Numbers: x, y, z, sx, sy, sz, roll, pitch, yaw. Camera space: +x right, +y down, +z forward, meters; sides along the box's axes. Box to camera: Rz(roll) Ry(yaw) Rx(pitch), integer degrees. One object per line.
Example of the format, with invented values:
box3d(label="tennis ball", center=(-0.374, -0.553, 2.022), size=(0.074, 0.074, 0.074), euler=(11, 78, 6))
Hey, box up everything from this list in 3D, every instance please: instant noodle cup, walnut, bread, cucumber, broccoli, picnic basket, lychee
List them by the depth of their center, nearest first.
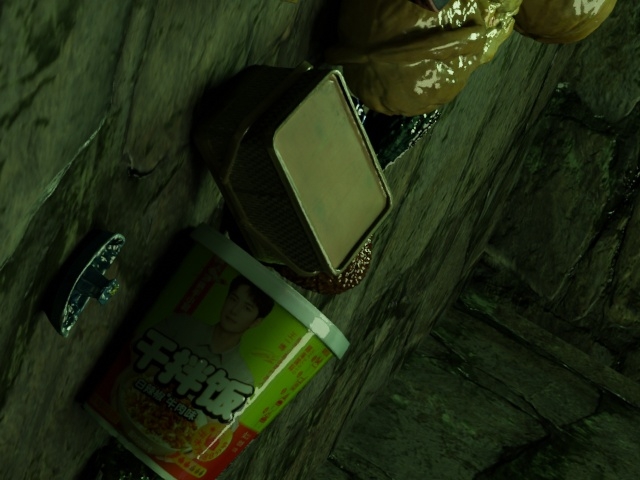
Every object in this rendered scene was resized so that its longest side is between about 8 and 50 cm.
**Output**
box3d(label="picnic basket", center=(-0.032, -0.094, 1.732), size=(0.165, 0.139, 0.267), euler=(-51, 133, -30))
box3d(label="instant noodle cup", center=(-0.155, 0.179, 1.869), size=(0.308, 0.294, 0.294), euler=(-51, 165, -6))
box3d(label="walnut", center=(0.121, -0.293, 1.927), size=(0.257, 0.257, 0.225), euler=(-34, 119, -60))
box3d(label="broccoli", center=(-0.303, 0.436, 1.999), size=(0.275, 0.177, 0.198), euler=(-49, 119, -14))
box3d(label="lychee", center=(-0.001, -0.005, 2.159), size=(0.194, 0.194, 0.194), euler=(-54, 165, -22))
box3d(label="bread", center=(0.261, -0.392, 2.327), size=(0.244, 0.134, 0.244), euler=(-45, 157, -25))
box3d(label="cucumber", center=(0.108, -0.184, 2.368), size=(0.193, 0.115, 0.086), euler=(-51, 121, -14))
box3d(label="walnut", center=(0.444, -0.525, 2.458), size=(0.313, 0.277, 0.252), euler=(-65, -162, 6))

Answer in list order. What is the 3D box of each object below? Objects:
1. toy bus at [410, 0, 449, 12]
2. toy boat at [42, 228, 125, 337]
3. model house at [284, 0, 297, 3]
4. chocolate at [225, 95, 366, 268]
box3d(label="toy bus", center=(0.160, -0.509, 1.589), size=(0.427, 0.233, 0.203), euler=(-62, 166, 0))
box3d(label="toy boat", center=(-0.272, 0.051, 1.558), size=(0.137, 0.060, 0.060), euler=(-55, 165, -15))
box3d(label="model house", center=(-0.074, -0.330, 1.222), size=(0.271, 0.178, 0.206), euler=(-52, 158, -37))
box3d(label="chocolate", center=(-0.005, -0.112, 2.024), size=(0.343, 0.126, 0.148), euler=(-52, 159, -32))
